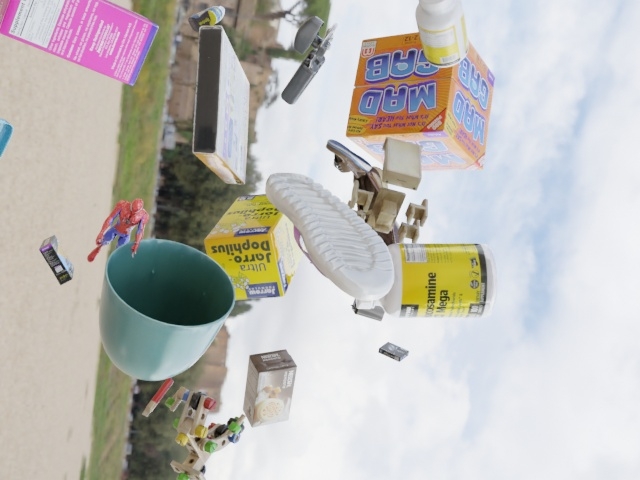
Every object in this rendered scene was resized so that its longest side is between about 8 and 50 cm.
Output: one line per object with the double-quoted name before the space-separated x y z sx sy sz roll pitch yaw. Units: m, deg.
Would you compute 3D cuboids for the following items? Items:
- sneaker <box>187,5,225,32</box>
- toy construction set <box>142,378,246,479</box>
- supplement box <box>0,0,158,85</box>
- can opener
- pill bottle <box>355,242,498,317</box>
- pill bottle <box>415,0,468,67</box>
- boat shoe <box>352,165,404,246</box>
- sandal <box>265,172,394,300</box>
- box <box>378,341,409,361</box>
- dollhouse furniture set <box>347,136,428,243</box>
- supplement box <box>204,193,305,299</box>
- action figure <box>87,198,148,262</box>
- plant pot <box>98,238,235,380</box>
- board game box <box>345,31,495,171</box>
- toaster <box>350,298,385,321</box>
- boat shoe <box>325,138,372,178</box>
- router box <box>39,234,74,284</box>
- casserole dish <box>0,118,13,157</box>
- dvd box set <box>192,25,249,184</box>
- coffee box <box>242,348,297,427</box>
"sneaker" -0.327 -0.638 1.997 0.144 0.053 0.059 3 -136 46
"toy construction set" -0.417 0.602 2.149 0.237 0.309 0.257 -54 165 -30
"supplement box" -0.393 -0.348 1.108 0.111 0.220 0.114 41 -72 50
"can opener" -0.042 -0.446 1.706 0.076 0.095 0.283 -60 -170 -32
"pill bottle" 0.257 0.100 1.734 0.188 0.334 0.188 180 -90 -90
"pill bottle" 0.262 -0.472 1.508 0.184 0.103 0.103 59 24 -57
"boat shoe" 0.162 -0.071 2.111 0.123 0.123 0.342 -15 -103 27
"sandal" 0.014 0.000 1.380 0.416 0.169 0.102 55 -42 46
"box" 0.245 0.373 2.324 0.083 0.067 0.018 21 -66 29
"dollhouse furniture set" 0.199 -0.139 1.948 0.161 0.212 0.242 -82 -173 -48
"supplement box" -0.175 0.006 2.006 0.356 0.194 0.195 -69 150 -65
"action figure" -0.484 0.008 1.637 0.280 0.091 0.139 -47 -158 42
"plant pot" -0.371 0.178 1.593 0.293 0.293 0.235 -105 -146 -53
"board game box" 0.349 -0.462 2.368 0.356 0.356 0.356 2 -104 34
"toaster" 0.182 0.186 2.432 0.186 0.110 0.168 125 -18 -89
"boat shoe" 0.074 -0.231 2.028 0.066 0.183 0.066 -50 -140 14
"router box" -0.849 0.061 2.240 0.133 0.046 0.179 65 -12 -17
"casserole dish" -0.872 -0.254 1.795 0.037 0.114 0.188 52 -60 21
"dvd box set" -0.249 -0.329 1.796 0.420 0.062 0.308 57 36 -85
"coffee box" -0.174 0.503 2.360 0.098 0.141 0.246 50 -42 50
